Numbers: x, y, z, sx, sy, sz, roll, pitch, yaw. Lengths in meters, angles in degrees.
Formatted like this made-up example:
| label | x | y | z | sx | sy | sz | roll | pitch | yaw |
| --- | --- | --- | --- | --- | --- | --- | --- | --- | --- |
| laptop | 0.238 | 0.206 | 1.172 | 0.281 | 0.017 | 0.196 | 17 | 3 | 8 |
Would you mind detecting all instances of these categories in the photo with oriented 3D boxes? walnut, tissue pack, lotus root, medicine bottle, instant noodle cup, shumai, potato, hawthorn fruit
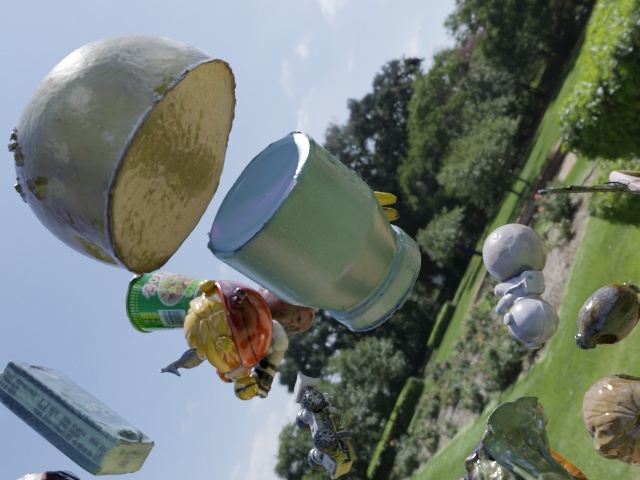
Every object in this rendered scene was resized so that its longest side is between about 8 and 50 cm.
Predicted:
| label | x | y | z | sx | sy | sz | roll | pitch | yaw |
| --- | --- | --- | --- | --- | --- | --- | --- | --- | --- |
| walnut | 0.714 | 0.411 | 1.450 | 0.228 | 0.228 | 0.228 | -62 | -11 | -21 |
| tissue pack | -0.540 | 0.393 | 1.390 | 0.103 | 0.316 | 0.228 | -56 | -14 | -11 |
| lotus root | 0.685 | 0.181 | 1.506 | 0.209 | 0.120 | 0.120 | -44 | -15 | -12 |
| medicine bottle | 0.000 | 0.000 | 1.043 | 0.245 | 0.290 | 0.245 | -38 | 30 | 26 |
| instant noodle cup | -0.421 | 0.181 | 1.870 | 0.207 | 0.233 | 0.206 | -6 | -84 | -63 |
| shumai | 0.379 | 0.444 | 1.158 | 0.330 | 0.292 | 0.288 | 10 | -101 | -64 |
| potato | -0.388 | -0.190 | 1.219 | 0.442 | 0.320 | 0.385 | -60 | -13 | -24 |
| hawthorn fruit | -0.098 | 0.163 | 1.837 | 0.181 | 0.181 | 0.235 | 102 | 178 | -49 |

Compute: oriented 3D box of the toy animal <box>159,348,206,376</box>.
| label | x | y | z | sx | sy | sz | roll | pitch | yaw |
| --- | --- | --- | --- | --- | --- | --- | --- | --- | --- |
| toy animal | -0.345 | 0.327 | 1.745 | 0.203 | 0.070 | 0.105 | -21 | 8 | -18 |

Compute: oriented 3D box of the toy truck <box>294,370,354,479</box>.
| label | x | y | z | sx | sy | sz | roll | pitch | yaw |
| --- | --- | --- | --- | --- | --- | --- | --- | --- | --- |
| toy truck | 0.005 | 0.485 | 1.678 | 0.136 | 0.111 | 0.285 | 104 | 153 | -43 |

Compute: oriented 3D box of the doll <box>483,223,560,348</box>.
| label | x | y | z | sx | sy | sz | roll | pitch | yaw |
| --- | --- | --- | --- | --- | --- | --- | --- | --- | --- |
| doll | 0.453 | 0.102 | 1.407 | 0.151 | 0.151 | 0.287 | 98 | 169 | -57 |

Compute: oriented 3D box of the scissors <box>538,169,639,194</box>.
| label | x | y | z | sx | sy | sz | roll | pitch | yaw |
| --- | --- | --- | --- | --- | --- | --- | --- | --- | --- |
| scissors | 0.454 | -0.080 | 0.930 | 0.160 | 0.318 | 0.024 | -140 | 49 | -62 |

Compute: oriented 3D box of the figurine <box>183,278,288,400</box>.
| label | x | y | z | sx | sy | sz | roll | pitch | yaw |
| --- | --- | --- | --- | --- | --- | --- | --- | --- | --- |
| figurine | -0.197 | 0.215 | 1.504 | 0.196 | 0.320 | 0.323 | -28 | -30 | 3 |

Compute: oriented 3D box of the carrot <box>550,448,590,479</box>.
| label | x | y | z | sx | sy | sz | roll | pitch | yaw |
| --- | --- | --- | --- | --- | --- | --- | --- | --- | --- |
| carrot | 0.510 | 0.553 | 1.457 | 0.159 | 0.225 | 0.159 | -7 | -80 | -41 |

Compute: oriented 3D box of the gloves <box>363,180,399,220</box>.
| label | x | y | z | sx | sy | sz | roll | pitch | yaw |
| --- | --- | --- | --- | --- | --- | --- | --- | --- | --- |
| gloves | 0.038 | -0.067 | 1.457 | 0.116 | 0.295 | 0.133 | -97 | 18 | -59 |

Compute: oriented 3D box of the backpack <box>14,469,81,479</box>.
| label | x | y | z | sx | sy | sz | roll | pitch | yaw |
| --- | --- | --- | --- | --- | --- | --- | --- | --- | --- |
| backpack | -0.610 | 0.621 | 1.287 | 0.317 | 0.283 | 0.197 | -24 | 6 | -16 |
